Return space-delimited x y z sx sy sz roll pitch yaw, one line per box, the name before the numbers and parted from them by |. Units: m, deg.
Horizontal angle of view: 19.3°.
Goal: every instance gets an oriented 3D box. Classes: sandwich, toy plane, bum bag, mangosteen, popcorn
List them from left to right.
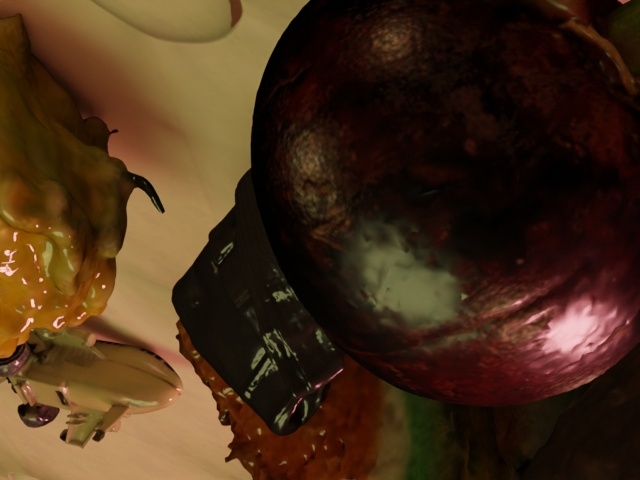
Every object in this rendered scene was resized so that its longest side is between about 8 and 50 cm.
popcorn | -0.230 -0.036 1.241 0.225 0.249 0.249 -16 139 21
toy plane | -0.236 0.119 1.742 0.256 0.104 0.242 20 142 39
bum bag | 0.000 0.000 1.090 0.123 0.060 0.248 47 121 15
sandwich | 0.040 0.106 1.207 0.301 0.250 0.162 36 143 5
mangosteen | 0.083 -0.031 0.850 0.216 0.216 0.216 25 159 11

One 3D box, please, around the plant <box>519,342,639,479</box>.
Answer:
plant | 0.216 0.188 1.017 0.213 0.312 0.215 36 155 -26
